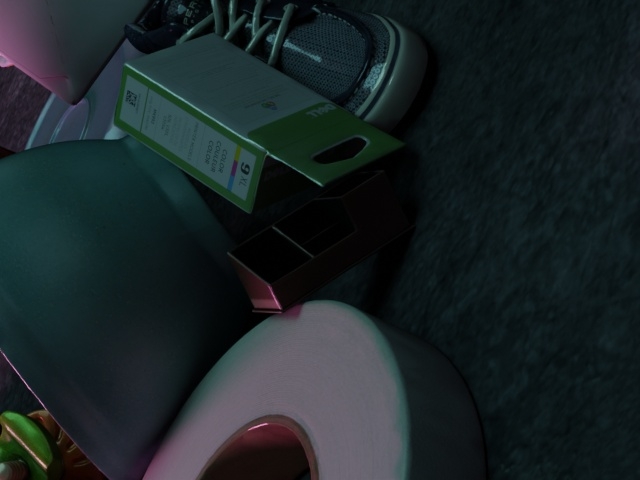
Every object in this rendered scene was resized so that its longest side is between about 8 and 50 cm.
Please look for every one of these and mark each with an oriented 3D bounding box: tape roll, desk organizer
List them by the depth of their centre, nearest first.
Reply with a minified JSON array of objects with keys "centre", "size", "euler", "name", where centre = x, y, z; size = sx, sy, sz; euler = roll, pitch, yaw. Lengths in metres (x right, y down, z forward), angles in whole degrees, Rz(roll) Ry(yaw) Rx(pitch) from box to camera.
[{"centre":[-0.034,0.231,1.215],"size":[0.392,0.072,0.392],"euler":[-43,33,37],"name":"tape roll"},{"centre":[0.000,0.000,1.294],"size":[0.130,0.050,0.047],"euler":[-33,14,-26],"name":"desk organizer"}]

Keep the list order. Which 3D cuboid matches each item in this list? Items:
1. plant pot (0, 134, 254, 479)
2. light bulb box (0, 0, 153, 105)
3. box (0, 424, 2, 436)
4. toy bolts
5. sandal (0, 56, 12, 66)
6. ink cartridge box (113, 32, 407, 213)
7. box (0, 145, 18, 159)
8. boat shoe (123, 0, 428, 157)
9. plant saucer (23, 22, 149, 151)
[{"centre":[-0.169,0.030,1.442],"size":[0.196,0.293,0.293],"euler":[-38,27,-4],"name":"plant pot"},{"centre":[-0.193,-0.387,1.747],"size":[0.358,0.225,0.361],"euler":[-48,11,29],"name":"light bulb box"},{"centre":[-0.432,0.340,1.721],"size":[0.294,0.183,0.296],"euler":[-33,40,48],"name":"box"},{"centre":[-0.243,0.285,1.534],"size":[0.228,0.158,0.218],"euler":[-48,70,11],"name":"toy bolts"},{"centre":[-0.282,-0.289,2.120],"size":[0.102,0.076,0.265],"euler":[0,46,52],"name":"sandal"},{"centre":[-0.049,-0.082,1.369],"size":[0.209,0.109,0.062],"euler":[32,126,27],"name":"ink cartridge box"},{"centre":[-0.304,0.002,1.641],"size":[0.142,0.300,0.154],"euler":[2,71,59],"name":"box"},{"centre":[-0.053,-0.161,1.484],"size":[0.340,0.158,0.127],"euler":[12,78,63],"name":"boat shoe"},{"centre":[-0.269,-0.108,1.963],"size":[0.317,0.044,0.317],"euler":[-41,34,37],"name":"plant saucer"}]
